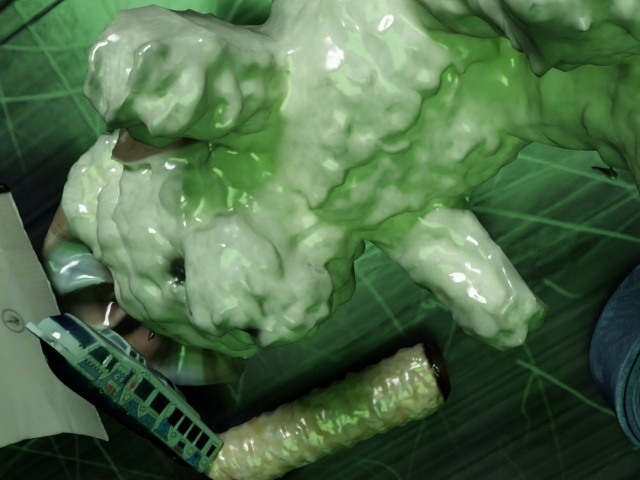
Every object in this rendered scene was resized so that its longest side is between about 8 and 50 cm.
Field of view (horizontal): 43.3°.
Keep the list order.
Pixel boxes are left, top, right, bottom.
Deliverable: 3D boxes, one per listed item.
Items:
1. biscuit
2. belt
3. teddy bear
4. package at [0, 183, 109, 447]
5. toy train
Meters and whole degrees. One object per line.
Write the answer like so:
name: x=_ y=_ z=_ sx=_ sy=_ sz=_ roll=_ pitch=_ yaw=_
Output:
biscuit: x=0.003 y=0.147 z=0.648 sx=0.219 sy=0.055 sz=0.061 roll=-24 pitch=118 yaw=9
belt: x=0.294 y=0.074 z=0.603 sx=0.141 sy=0.082 sz=0.190 roll=29 pitch=109 yaw=-15
teddy bear: x=0.000 y=0.000 z=0.466 sx=0.327 sy=0.375 sz=0.362 roll=38 pitch=92 yaw=-33
package: x=-0.284 y=0.065 z=0.607 sx=0.251 sy=0.062 sz=0.203 roll=-9 pitch=112 yaw=23
toy train: x=-0.131 y=0.107 z=0.565 sx=0.047 sy=0.043 sz=0.207 roll=-53 pitch=145 yaw=-19
